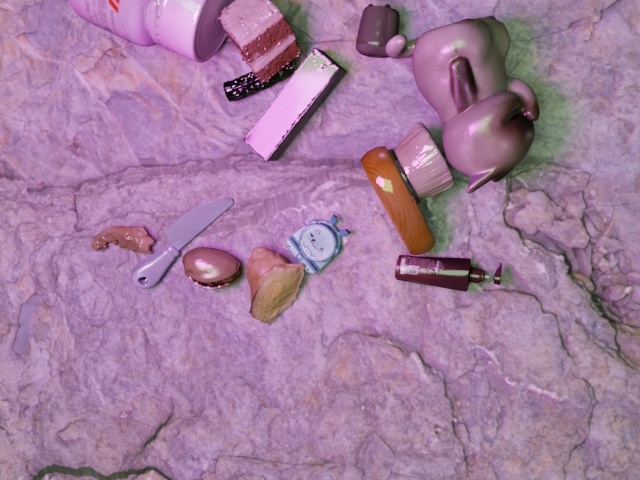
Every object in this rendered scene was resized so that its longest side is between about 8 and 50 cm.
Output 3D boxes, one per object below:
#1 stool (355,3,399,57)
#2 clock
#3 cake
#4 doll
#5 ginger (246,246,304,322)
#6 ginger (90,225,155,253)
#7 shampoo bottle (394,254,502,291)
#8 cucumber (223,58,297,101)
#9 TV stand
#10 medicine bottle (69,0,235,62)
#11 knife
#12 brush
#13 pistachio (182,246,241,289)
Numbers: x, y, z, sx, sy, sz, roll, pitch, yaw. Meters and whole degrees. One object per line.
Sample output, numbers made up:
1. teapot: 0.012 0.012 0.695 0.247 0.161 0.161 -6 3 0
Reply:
1. stool: 0.129 -0.463 1.597 0.096 0.096 0.110 9 95 12
2. clock: 0.000 0.000 1.715 0.147 0.045 0.108 -40 88 15
3. cake: -0.139 -0.460 1.608 0.134 0.147 0.135 -39 55 5
4. doll: 0.323 -0.306 1.512 0.226 0.215 0.370 -30 88 31
5. ginger: -0.136 0.107 1.747 0.122 0.115 0.193 44 124 33
6. ginger: -0.502 -0.004 1.836 0.173 0.051 0.070 5 104 19
7. shampoo bottle: 0.291 0.071 1.645 0.236 0.067 0.068 7 109 12
8. cucumber: -0.141 -0.381 1.693 0.187 0.058 0.058 -23 92 16
9. TV stand: -0.059 -0.311 1.664 0.083 0.088 0.269 43 105 6
10. medicine bottle: -0.372 -0.560 1.621 0.324 0.256 0.256 28 103 7
11. knife: -0.353 -0.005 1.792 0.331 0.044 0.080 -44 118 12
12. brush: 0.214 -0.108 1.595 0.166 0.174 0.267 -26 103 7
13. pistachio: -0.267 0.066 1.764 0.149 0.113 0.113 7 99 -3
